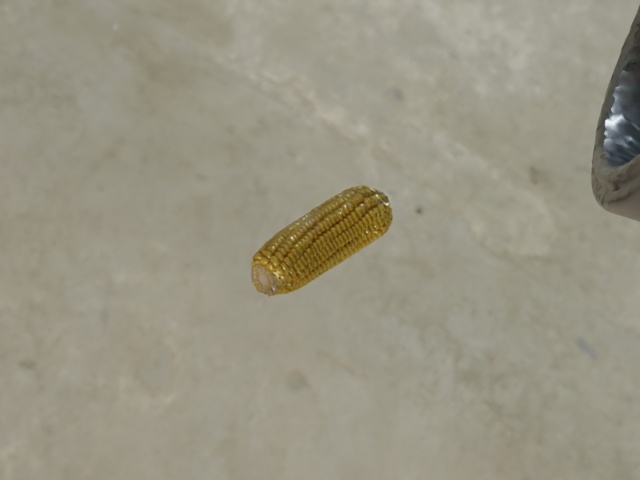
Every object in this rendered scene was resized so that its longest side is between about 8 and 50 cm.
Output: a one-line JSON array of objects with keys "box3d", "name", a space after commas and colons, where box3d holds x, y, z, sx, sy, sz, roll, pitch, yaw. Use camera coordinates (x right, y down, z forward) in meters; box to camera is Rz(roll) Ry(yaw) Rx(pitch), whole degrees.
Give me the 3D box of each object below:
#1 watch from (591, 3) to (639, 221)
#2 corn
[{"box3d": [0.236, -0.108, 0.549, 0.314, 0.326, 0.335, 24, 37, -2], "name": "watch"}, {"box3d": [0.000, 0.000, 0.820, 0.092, 0.037, 0.037, -33, 71, -29], "name": "corn"}]
